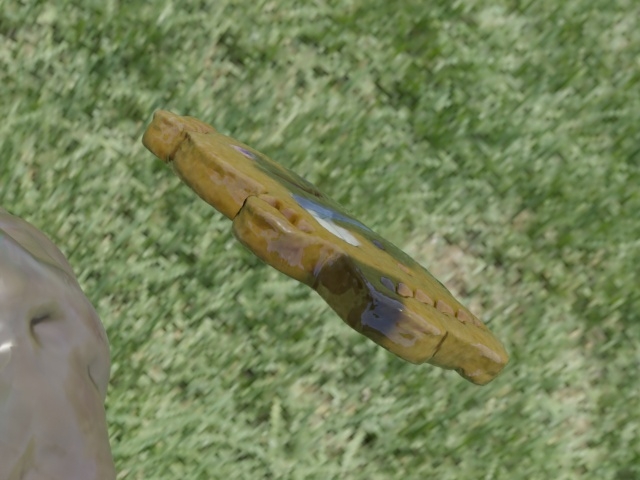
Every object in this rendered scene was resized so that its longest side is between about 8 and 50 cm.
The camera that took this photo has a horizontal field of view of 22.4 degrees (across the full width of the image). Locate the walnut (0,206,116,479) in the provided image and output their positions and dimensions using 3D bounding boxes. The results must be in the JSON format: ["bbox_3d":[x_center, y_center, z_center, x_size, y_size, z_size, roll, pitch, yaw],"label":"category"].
[{"bbox_3d":[-0.219,0.074,0.730,0.248,0.248,0.248,14,57,-23],"label":"walnut"}]

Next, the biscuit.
[{"bbox_3d":[0.001,-0.003,0.929,0.249,0.035,0.184,40,10,39],"label":"biscuit"}]
